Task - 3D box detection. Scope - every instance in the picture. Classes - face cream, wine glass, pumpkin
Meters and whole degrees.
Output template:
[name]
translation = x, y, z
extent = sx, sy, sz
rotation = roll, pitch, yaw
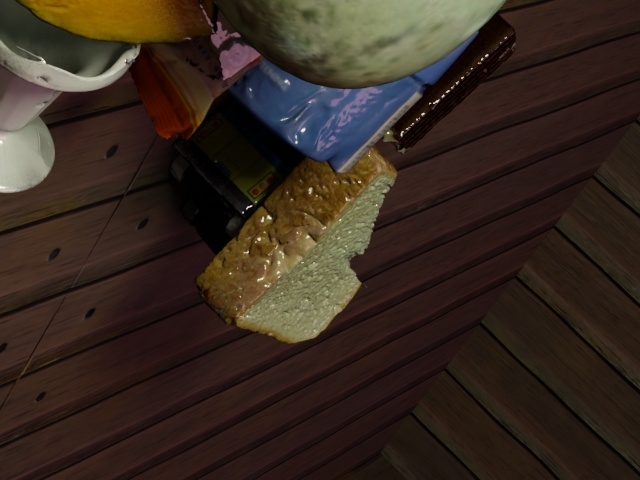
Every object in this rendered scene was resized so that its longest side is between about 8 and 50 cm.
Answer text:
[face cream]
translation = 0.007, -0.223, 1.825
extent = 0.225, 0.249, 0.249
rotation = -49, 163, 10
[wine glass]
translation = -0.261, -0.149, 1.524
extent = 0.165, 0.165, 0.196
rotation = -29, 161, -43
[pumpkin]
translation = -0.205, -0.293, 1.407
extent = 0.148, 0.169, 0.312
rotation = -19, 144, 7

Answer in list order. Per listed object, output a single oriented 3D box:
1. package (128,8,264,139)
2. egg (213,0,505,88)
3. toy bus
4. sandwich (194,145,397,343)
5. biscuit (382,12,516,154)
[package]
translation = -0.093, -0.245, 1.626
extent = 0.288, 0.223, 0.108
rotation = -40, -157, -4
[egg]
translation = 0.039, -0.338, 1.406
extent = 0.345, 0.345, 0.428
rotation = -2, 108, -67
[toy bus]
translation = -0.078, -0.065, 2.190
extent = 0.175, 0.138, 0.287
rotation = -41, 162, -14
[sandwich]
translation = -0.003, -0.003, 2.103
extent = 0.288, 0.099, 0.254
rotation = -48, 156, 11
[biscuit]
translation = 0.156, -0.235, 2.410
extent = 0.252, 0.106, 0.070
rotation = -43, 162, -9
